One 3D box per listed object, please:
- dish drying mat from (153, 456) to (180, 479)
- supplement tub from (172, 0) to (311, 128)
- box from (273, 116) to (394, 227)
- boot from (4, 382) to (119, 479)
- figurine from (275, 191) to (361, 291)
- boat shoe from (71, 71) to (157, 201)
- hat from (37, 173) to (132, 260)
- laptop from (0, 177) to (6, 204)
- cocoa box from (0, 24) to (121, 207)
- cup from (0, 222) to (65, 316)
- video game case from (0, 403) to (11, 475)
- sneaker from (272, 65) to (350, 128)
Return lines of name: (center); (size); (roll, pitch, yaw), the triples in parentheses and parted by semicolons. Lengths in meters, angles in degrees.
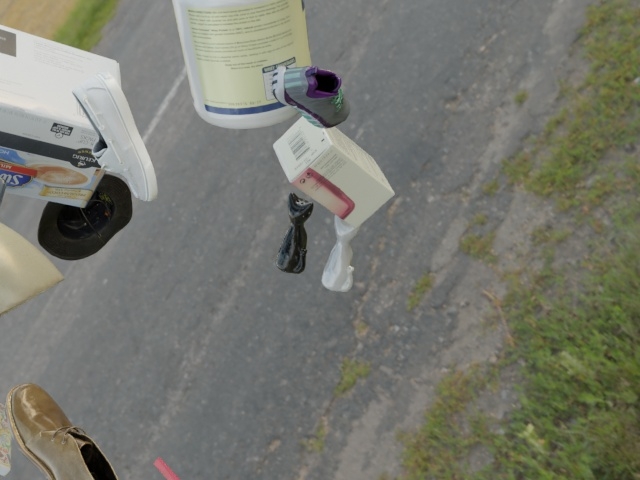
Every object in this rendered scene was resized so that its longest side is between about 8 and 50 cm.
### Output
dish drying mat: (-0.366, 0.557, 1.914); (0.032, 0.083, 0.008); (-49, -8, 36)
supplement tub: (-0.142, -0.394, 1.460); (0.235, 0.325, 0.235); (-5, 34, 3)
box: (0.029, -0.156, 1.766); (0.127, 0.232, 0.149); (-42, 43, 16)
boot: (-0.431, 0.345, 1.359); (0.305, 0.112, 0.115); (48, 120, 25)
figurine: (0.000, 0.000, 1.976); (0.092, 0.214, 0.209); (-46, -29, -51)
boat shoe: (-0.266, -0.124, 1.033); (0.063, 0.184, 0.066); (-30, 41, -21)
hat: (-0.780, -0.105, 2.581); (0.331, 0.331, 0.134); (-51, 56, 6)
laptop: (-0.738, 0.080, 1.293); (0.408, 0.236, 0.382); (-16, 60, 49)
cocoa box: (-0.584, -0.244, 1.535); (0.228, 0.347, 0.231); (-49, 43, 37)
cup: (-0.827, 0.079, 1.926); (0.331, 0.237, 0.331); (-30, 6, 3)
video game case: (-0.778, 0.394, 1.750); (0.026, 0.227, 0.206); (-44, 34, 8)
sneaker: (0.012, -0.250, 1.399); (0.098, 0.223, 0.083); (-3, 84, 32)
